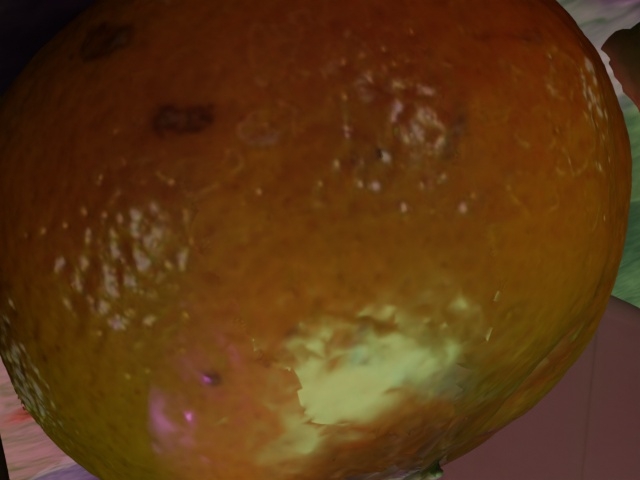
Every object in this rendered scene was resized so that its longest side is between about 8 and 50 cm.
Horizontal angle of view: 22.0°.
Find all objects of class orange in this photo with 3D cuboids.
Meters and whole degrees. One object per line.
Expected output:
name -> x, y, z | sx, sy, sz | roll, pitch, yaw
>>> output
orange -> 0.000, 0.000, 0.527 | 0.224, 0.170, 0.224 | -19, 163, -6

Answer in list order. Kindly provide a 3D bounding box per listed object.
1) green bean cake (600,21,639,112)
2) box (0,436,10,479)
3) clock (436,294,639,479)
green bean cake -> 0.250, -0.093, 0.633 | 0.224, 0.131, 0.230 | -8, 154, -45
box -> -0.237, 0.119, 0.515 | 0.301, 0.216, 0.301 | -20, 160, -7
clock -> 0.084, 0.206, 0.908 | 0.251, 0.368, 0.376 | 18, 142, -7
